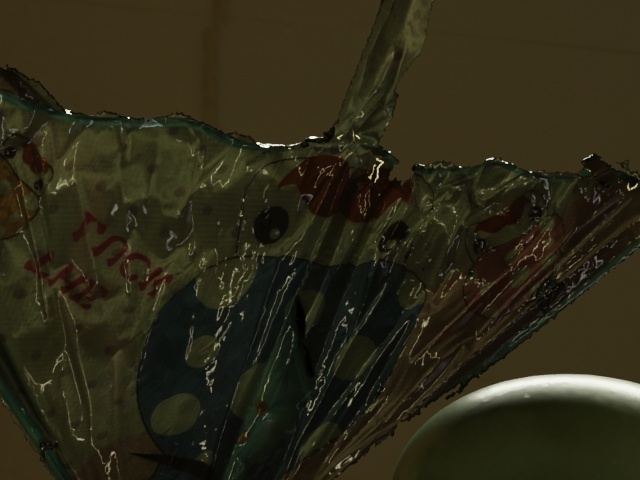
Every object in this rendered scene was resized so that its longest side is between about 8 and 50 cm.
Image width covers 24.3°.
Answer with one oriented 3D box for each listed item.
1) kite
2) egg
[{"bbox_3d":[0.000,0.000,0.553,0.014,0.406,0.368,39,-65,43],"label":"kite"},{"bbox_3d":[0.154,0.162,0.865,0.231,0.168,0.168,12,-66,-7],"label":"egg"}]
